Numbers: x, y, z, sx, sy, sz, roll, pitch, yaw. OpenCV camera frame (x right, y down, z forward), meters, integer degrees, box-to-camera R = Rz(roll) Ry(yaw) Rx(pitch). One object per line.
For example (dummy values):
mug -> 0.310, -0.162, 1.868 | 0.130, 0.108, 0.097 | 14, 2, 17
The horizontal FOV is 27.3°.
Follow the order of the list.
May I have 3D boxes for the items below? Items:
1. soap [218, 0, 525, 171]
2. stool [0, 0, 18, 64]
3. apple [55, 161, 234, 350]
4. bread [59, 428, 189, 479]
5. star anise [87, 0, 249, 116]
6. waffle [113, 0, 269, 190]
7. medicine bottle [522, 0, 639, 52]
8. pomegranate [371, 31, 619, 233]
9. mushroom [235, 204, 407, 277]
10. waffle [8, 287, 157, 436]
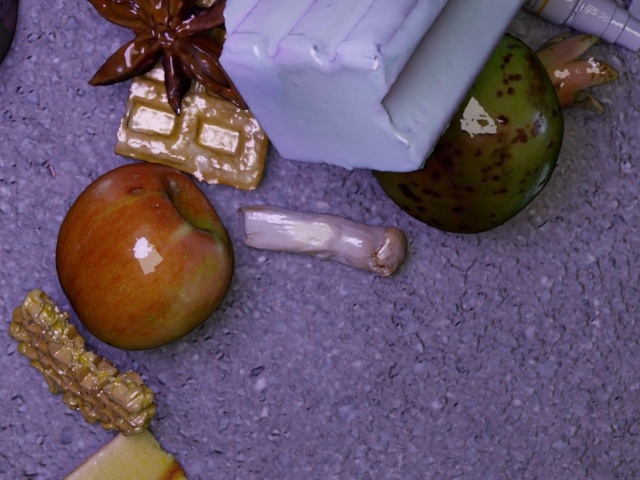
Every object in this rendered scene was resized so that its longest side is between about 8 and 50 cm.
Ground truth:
soap -> 0.080, -0.283, 1.342 | 0.446, 0.261, 0.156 | -58, 135, -28
stool -> -0.443, -0.293, 1.369 | 0.178, 0.272, 0.272 | -2, 91, 11
apple -> -0.192, 0.022, 1.418 | 0.195, 0.196, 0.196 | 0, 91, -5
bread -> -0.272, 0.355, 1.487 | 0.264, 0.163, 0.168 | -40, 93, -35
star anise -> -0.163, -0.233, 1.396 | 0.196, 0.111, 0.212 | -11, 123, 14
waffle -> -0.121, -0.202, 1.484 | 0.168, 0.057, 0.274 | 14, 90, -6
medicine bottle -> 0.279, -0.294, 1.521 | 0.220, 0.061, 0.092 | 26, 69, -6
pomegranate -> 0.190, -0.120, 1.451 | 0.285, 0.231, 0.231 | -2, 91, -32
mushroom -> 0.000, -0.004, 1.502 | 0.202, 0.054, 0.059 | 13, 91, -1
waffle -> -0.258, 0.137, 1.438 | 0.194, 0.149, 0.051 | 47, 56, -1
